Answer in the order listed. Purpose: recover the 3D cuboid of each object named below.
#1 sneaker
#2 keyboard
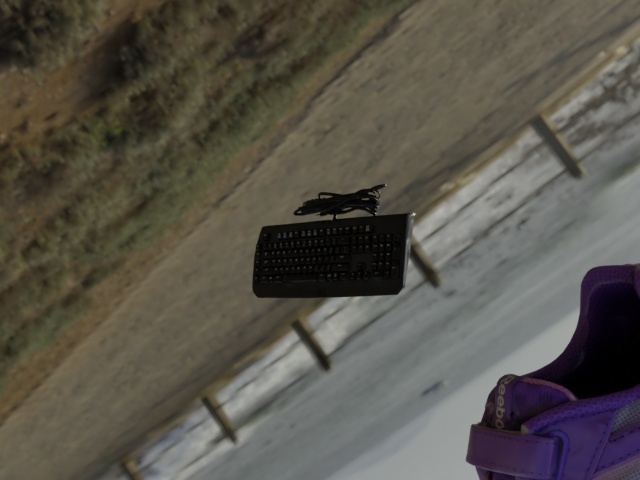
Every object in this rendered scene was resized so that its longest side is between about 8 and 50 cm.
[{"bbox_3d":[0.085,0.102,0.406,0.236,0.104,0.095,-53,-158,-14],"label":"sneaker"},{"bbox_3d":[0.000,0.000,1.014,0.192,0.100,0.038,-5,162,44],"label":"keyboard"}]
